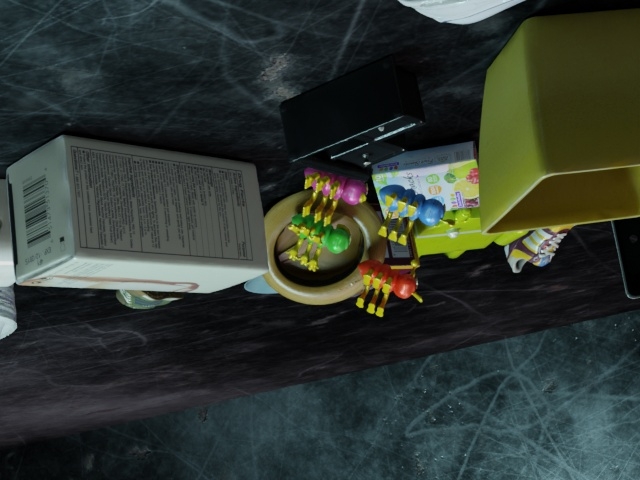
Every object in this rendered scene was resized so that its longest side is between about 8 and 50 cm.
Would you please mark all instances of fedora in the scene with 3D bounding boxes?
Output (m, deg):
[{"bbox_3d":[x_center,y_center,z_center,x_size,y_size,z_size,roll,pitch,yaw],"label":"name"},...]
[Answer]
[{"bbox_3d":[0.000,0.000,1.763,0.194,0.194,0.079,-12,-160,6],"label":"fedora"}]

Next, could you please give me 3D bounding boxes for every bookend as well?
[{"bbox_3d":[0.063,-0.135,1.381,0.156,0.072,0.157,-20,163,31],"label":"bookend"}]

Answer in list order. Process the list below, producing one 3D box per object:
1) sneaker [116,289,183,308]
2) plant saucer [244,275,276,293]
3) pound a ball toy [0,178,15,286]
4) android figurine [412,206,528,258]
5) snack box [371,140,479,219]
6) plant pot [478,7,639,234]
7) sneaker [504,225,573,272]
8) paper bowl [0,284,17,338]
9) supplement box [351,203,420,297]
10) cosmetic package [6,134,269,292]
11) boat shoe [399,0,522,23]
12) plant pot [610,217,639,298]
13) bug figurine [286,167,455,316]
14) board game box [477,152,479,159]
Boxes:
[{"bbox_3d":[-0.300,0.082,1.969,0.086,0.064,0.192,-19,167,15],"label":"sneaker"},{"bbox_3d":[-0.039,0.049,2.079,0.194,0.038,0.195,-10,166,-3],"label":"plant saucer"},{"bbox_3d":[-0.495,0.020,1.467,0.319,0.136,0.208,0,162,-32],"label":"pound a ball toy"},{"bbox_3d":[0.222,-0.018,1.971,0.248,0.056,0.273,-5,166,-17],"label":"android figurine"},{"bbox_3d":[0.147,-0.080,1.628,0.141,0.037,0.100,-8,141,10],"label":"snack box"},{"bbox_3d":[0.284,-0.134,1.304,0.212,0.187,0.212,-7,166,-12],"label":"plant pot"},{"bbox_3d":[0.396,-0.002,2.085,0.069,0.084,0.185,0,163,-34],"label":"sneaker"},{"bbox_3d":[-0.599,0.131,1.801,0.284,0.148,0.284,-11,166,-3],"label":"paper bowl"},{"bbox_3d":[0.064,0.019,1.902,0.080,0.104,0.188,1,162,-34],"label":"supplement box"},{"bbox_3d":[-0.218,-0.023,1.463,0.296,0.153,0.129,7,159,-45],"label":"cosmetic package"},{"bbox_3d":[0.166,-0.245,0.989,0.084,0.095,0.258,-2,163,-42],"label":"boat shoe"},{"bbox_3d":[0.574,-0.014,2.009,0.187,0.188,0.167,-12,178,5],"label":"plant pot"},{"bbox_3d":[0.063,-0.015,1.630,0.216,0.072,0.279,25,148,7],"label":"bug figurine"},{"bbox_3d":[0.190,-0.092,1.717,0.103,0.026,0.154,-16,164,23],"label":"board game box"}]
